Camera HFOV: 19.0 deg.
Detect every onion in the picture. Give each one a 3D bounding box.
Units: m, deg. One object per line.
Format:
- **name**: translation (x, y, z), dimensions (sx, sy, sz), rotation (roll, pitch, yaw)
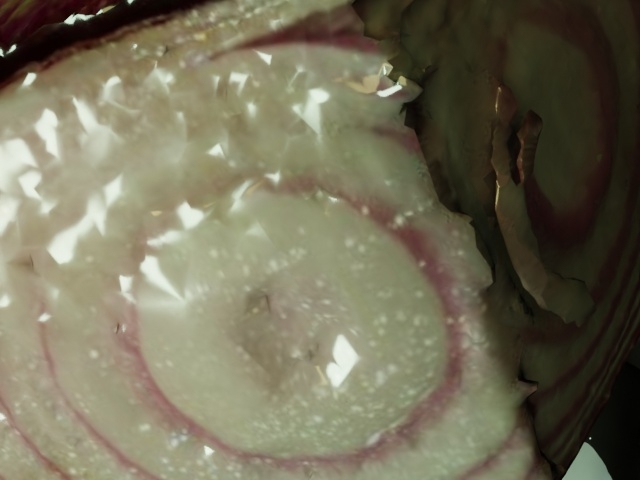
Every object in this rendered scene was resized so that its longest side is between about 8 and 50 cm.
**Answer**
- **onion**: translation (-0.012, -0.028, 0.592), dimensions (0.256, 0.230, 0.272), rotation (7, 130, 8)

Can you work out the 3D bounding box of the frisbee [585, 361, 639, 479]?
- **frisbee**: translation (0.111, 0.083, 0.629), dimensions (0.211, 0.012, 0.187), rotation (7, 92, 40)
